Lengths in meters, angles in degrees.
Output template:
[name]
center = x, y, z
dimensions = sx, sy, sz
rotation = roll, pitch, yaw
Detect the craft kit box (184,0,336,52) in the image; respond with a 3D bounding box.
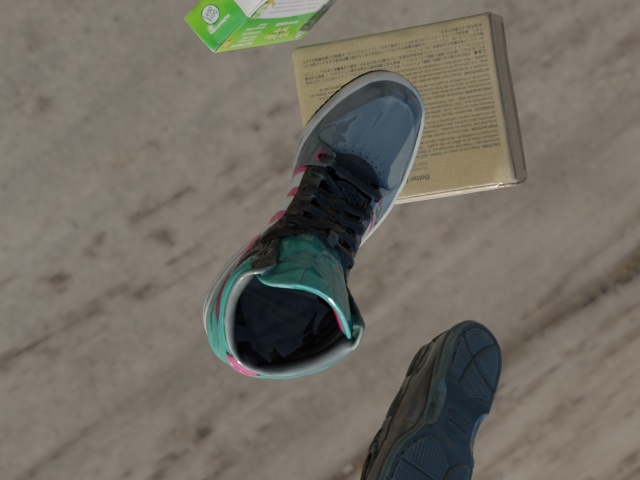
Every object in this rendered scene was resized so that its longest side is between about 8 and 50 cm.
[craft kit box]
center = 0.000, -0.306, 1.665
dimensions = 0.246, 0.061, 0.250
rotation = -47, 172, 21

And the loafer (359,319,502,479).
[loafer]
center = 0.094, 0.195, 1.499
dimensions = 0.084, 0.096, 0.267
rotation = -19, -147, 48

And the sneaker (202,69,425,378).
[sneaker]
center = 0.000, 0.000, 1.330
dimensions = 0.123, 0.178, 0.295
rotation = 29, 102, -16

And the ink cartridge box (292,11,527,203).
[ink cartridge box]
center = 0.101, -0.141, 1.775
dimensions = 0.234, 0.193, 0.088
rotation = -8, -178, 17
